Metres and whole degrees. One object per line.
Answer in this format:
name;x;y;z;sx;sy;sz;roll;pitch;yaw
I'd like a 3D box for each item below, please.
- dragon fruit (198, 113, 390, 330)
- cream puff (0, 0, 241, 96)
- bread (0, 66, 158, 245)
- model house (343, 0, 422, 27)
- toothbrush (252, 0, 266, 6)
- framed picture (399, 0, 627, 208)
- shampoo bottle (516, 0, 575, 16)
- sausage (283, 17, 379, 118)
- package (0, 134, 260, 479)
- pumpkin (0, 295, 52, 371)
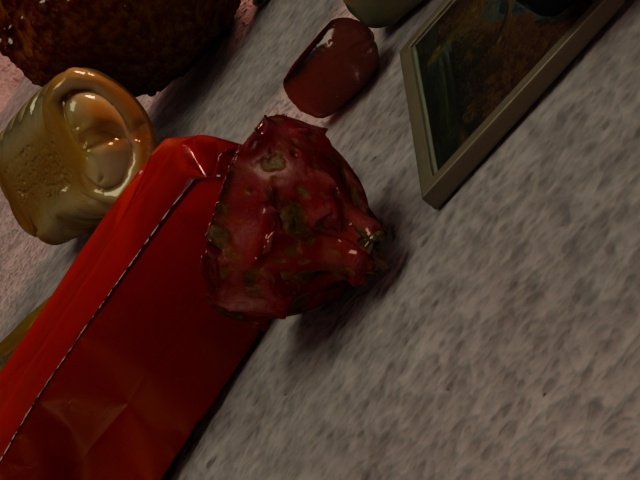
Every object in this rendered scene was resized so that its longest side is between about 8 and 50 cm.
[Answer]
dragon fruit;0.000;0.000;0.978;0.153;0.111;0.153;-54;-24;-37
cream puff;-0.232;-0.295;1.754;0.350;0.229;0.350;-29;-18;-11
bread;-0.289;-0.099;1.717;0.121;0.173;0.311;-28;4;-31
model house;0.042;-0.397;1.215;0.245;0.280;0.312;-34;27;48
toothbrush;-0.063;-0.400;1.848;0.040;0.040;0.386;-44;22;30
framed picture;0.123;-0.145;1.009;0.184;0.016;0.250;-48;21;24
shampoo bottle;0.214;-0.271;0.788;0.359;0.134;0.078;-38;21;35
sausage;0.012;-0.144;1.219;0.094;0.054;0.059;-45;15;32
package;-0.152;0.089;1.131;0.424;0.123;0.196;-57;17;-7
pumpkin;-0.231;0.105;1.335;0.217;0.110;0.217;-50;14;17
